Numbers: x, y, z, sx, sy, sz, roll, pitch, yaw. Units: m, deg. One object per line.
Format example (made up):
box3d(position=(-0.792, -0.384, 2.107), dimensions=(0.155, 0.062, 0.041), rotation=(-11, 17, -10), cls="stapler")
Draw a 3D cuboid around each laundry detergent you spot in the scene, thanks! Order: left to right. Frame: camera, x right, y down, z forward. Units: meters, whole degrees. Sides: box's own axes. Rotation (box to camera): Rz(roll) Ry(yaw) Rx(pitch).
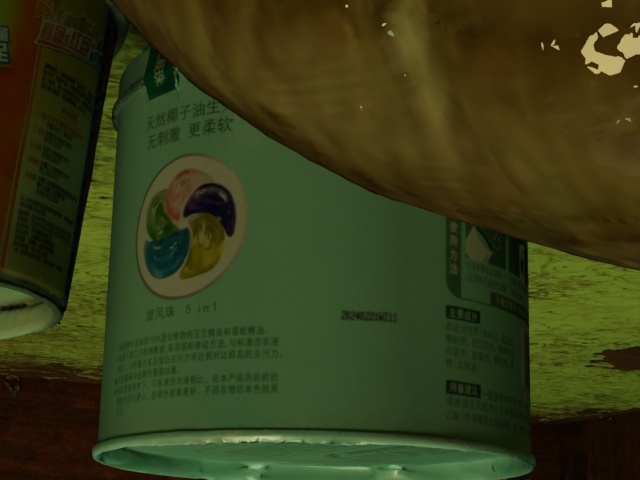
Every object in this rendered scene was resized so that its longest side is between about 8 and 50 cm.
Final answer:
box3d(position=(0.000, 0.000, 0.940), dimensions=(0.287, 0.305, 0.287), rotation=(1, 165, 0), cls="laundry detergent")

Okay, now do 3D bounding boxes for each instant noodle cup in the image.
box3d(position=(-0.271, -0.057, 0.919), dimensions=(0.296, 0.214, 0.296), rotation=(0, 165, 0), cls="instant noodle cup")

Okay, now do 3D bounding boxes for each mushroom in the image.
box3d(position=(0.026, -0.131, 0.510), dimensions=(0.397, 0.314, 0.224), rotation=(-2, 163, 31), cls="mushroom")
